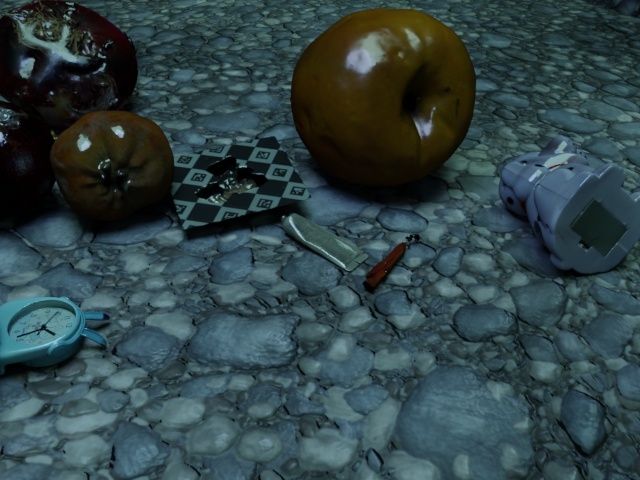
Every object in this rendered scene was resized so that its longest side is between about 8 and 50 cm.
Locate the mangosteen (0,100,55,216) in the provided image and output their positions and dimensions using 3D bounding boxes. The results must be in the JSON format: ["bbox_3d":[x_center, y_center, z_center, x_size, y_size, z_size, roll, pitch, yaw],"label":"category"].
[{"bbox_3d":[-0.565,-0.165,1.015,0.236,0.261,0.235,3,36,-2],"label":"mangosteen"}]

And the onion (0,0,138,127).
[{"bbox_3d":[-0.560,-0.380,1.350,0.314,0.232,0.313,8,63,-17],"label":"onion"}]

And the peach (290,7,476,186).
[{"bbox_3d":[0.114,-0.270,1.157,0.343,0.342,0.302,-14,17,-21],"label":"peach"}]

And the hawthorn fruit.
[{"bbox_3d":[-0.363,-0.142,1.075,0.200,0.199,0.251,-9,23,-15],"label":"hawthorn fruit"}]

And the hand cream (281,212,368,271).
[{"bbox_3d":[0.000,0.000,1.021,0.165,0.037,0.057,31,44,23],"label":"hand cream"}]

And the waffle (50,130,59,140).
[{"bbox_3d":[-0.532,-0.185,1.226,0.161,0.046,0.192,28,43,30],"label":"waffle"}]

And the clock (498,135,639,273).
[{"bbox_3d":[0.404,-0.078,1.046,0.189,0.188,0.254,-7,30,-12],"label":"clock"}]

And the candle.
[{"bbox_3d":[0.115,0.029,0.988,0.026,0.021,0.167,23,41,25],"label":"candle"}]

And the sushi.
[{"bbox_3d":[-0.159,-0.096,1.126,0.232,0.047,0.219,-15,44,-15],"label":"sushi"}]

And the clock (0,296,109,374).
[{"bbox_3d":[-0.361,0.122,0.817,0.147,0.045,0.108,-6,38,-12],"label":"clock"}]
